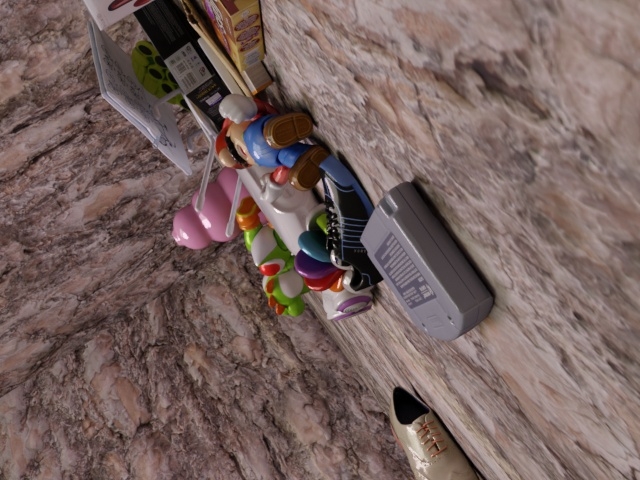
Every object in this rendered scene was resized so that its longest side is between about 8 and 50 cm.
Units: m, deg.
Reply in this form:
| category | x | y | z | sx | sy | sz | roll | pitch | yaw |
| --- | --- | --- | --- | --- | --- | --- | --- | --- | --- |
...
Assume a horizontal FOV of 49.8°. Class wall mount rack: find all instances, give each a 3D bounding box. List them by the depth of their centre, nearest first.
| category | x | y | z | sx | sy | sz | roll | pitch | yaw |
| --- | --- | --- | --- | --- | --- | --- | --- | --- | --- |
| wall mount rack | -0.267 | -0.189 | 1.654 | 0.304 | 0.130 | 0.350 | 60 | -176 | 20 |

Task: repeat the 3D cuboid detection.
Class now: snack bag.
| category | x | y | z | sx | sy | sz | roll | pitch | yaw |
| --- | --- | --- | --- | --- | --- | --- | --- | --- | --- |
| snack bag | -0.435 | -0.344 | 1.695 | 0.342 | 0.037 | 0.323 | 48 | -168 | -49 |

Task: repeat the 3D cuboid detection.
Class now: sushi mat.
| category | x | y | z | sx | sy | sz | roll | pitch | yaw |
| --- | --- | --- | --- | --- | --- | --- | --- | --- | --- |
| sushi mat | -0.192 | -0.359 | 1.260 | 0.151 | 0.019 | 0.316 | 60 | -175 | 22 |

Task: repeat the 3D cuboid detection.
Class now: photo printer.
| category | x | y | z | sx | sy | sz | roll | pitch | yaw |
| --- | --- | --- | --- | --- | --- | --- | --- | --- | --- |
| photo printer | -0.093 | -0.107 | 1.588 | 0.308 | 0.107 | 0.256 | 54 | 172 | 27 |

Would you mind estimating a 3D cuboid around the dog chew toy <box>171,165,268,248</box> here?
| category | x | y | z | sx | sy | sz | roll | pitch | yaw |
| --- | --- | --- | --- | --- | --- | --- | --- | --- | --- |
| dog chew toy | -0.277 | -0.092 | 1.991 | 0.207 | 0.331 | 0.206 | 55 | 172 | 11 |

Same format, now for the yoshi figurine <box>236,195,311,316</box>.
| category | x | y | z | sx | sy | sz | roll | pitch | yaw |
| --- | --- | --- | --- | --- | --- | --- | --- | --- | --- |
| yoshi figurine | -0.101 | 0.035 | 1.923 | 0.203 | 0.202 | 0.362 | -133 | 25 | -56 |

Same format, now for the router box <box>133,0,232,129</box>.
| category | x | y | z | sx | sy | sz | roll | pitch | yaw |
| --- | --- | --- | --- | --- | --- | --- | --- | --- | --- |
| router box | -0.294 | -0.412 | 1.531 | 0.309 | 0.081 | 0.243 | 57 | -175 | 15 |

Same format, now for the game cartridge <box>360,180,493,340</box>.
| category | x | y | z | sx | sy | sz | roll | pitch | yaw |
| --- | --- | --- | --- | --- | --- | --- | --- | --- | --- |
| game cartridge | 0.135 | 0.042 | 0.924 | 0.196 | 0.060 | 0.294 | 60 | 173 | 7 |

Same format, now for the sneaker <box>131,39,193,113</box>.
| category | x | y | z | sx | sy | sz | roll | pitch | yaw |
| --- | --- | --- | --- | --- | --- | --- | --- | --- | --- |
| sneaker | -0.353 | -0.405 | 1.744 | 0.295 | 0.109 | 0.124 | 32 | -148 | -39 |

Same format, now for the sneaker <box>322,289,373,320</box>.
| category | x | y | z | sx | sy | sz | roll | pitch | yaw |
| --- | --- | --- | --- | --- | --- | --- | --- | --- | --- |
| sneaker | 0.056 | 0.100 | 1.600 | 0.305 | 0.114 | 0.152 | 104 | 147 | -75 |

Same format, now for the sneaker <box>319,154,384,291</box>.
| category | x | y | z | sx | sy | sz | roll | pitch | yaw |
| --- | --- | --- | --- | --- | --- | --- | --- | --- | --- |
| sneaker | 0.043 | -0.021 | 1.106 | 0.232 | 0.090 | 0.081 | 60 | 173 | -22 |

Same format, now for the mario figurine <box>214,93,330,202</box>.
| category | x | y | z | sx | sy | sz | roll | pitch | yaw |
| --- | --- | --- | --- | --- | --- | --- | --- | --- | --- |
| mario figurine | -0.115 | -0.158 | 1.234 | 0.320 | 0.170 | 0.198 | -155 | 66 | -63 |

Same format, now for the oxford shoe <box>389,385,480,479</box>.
| category | x | y | z | sx | sy | sz | roll | pitch | yaw |
| --- | --- | --- | --- | --- | --- | --- | --- | --- | --- |
| oxford shoe | 0.277 | 0.532 | 1.768 | 0.397 | 0.140 | 0.147 | 44 | 158 | 54 |

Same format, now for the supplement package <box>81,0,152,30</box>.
| category | x | y | z | sx | sy | sz | roll | pitch | yaw |
| --- | --- | --- | --- | --- | --- | --- | --- | --- | --- |
| supplement package | -0.384 | -0.539 | 1.290 | 0.149 | 0.203 | 0.194 | 57 | 173 | 4 |

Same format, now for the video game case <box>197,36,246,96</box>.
| category | x | y | z | sx | sy | sz | roll | pitch | yaw |
| --- | --- | --- | --- | --- | --- | --- | --- | --- | --- |
| video game case | -0.178 | -0.322 | 1.448 | 0.190 | 0.022 | 0.173 | 57 | -176 | 6 |

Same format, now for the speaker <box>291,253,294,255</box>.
| category | x | y | z | sx | sy | sz | roll | pitch | yaw |
| --- | --- | --- | --- | --- | --- | --- | --- | --- | --- |
| speaker | -0.120 | -0.011 | 2.399 | 0.136 | 0.055 | 0.055 | 58 | 173 | -7 |

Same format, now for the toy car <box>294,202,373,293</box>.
| category | x | y | z | sx | sy | sz | roll | pitch | yaw |
| --- | --- | --- | --- | --- | --- | --- | --- | --- | --- |
| toy car | 0.015 | 0.031 | 1.337 | 0.159 | 0.136 | 0.182 | 51 | 171 | 42 |

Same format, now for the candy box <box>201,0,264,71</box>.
| category | x | y | z | sx | sy | sz | roll | pitch | yaw |
| --- | --- | --- | --- | --- | --- | --- | --- | --- | --- |
| candy box | -0.137 | -0.350 | 1.056 | 0.109 | 0.053 | 0.187 | 56 | 174 | 7 |

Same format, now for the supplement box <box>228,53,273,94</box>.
| category | x | y | z | sx | sy | sz | roll | pitch | yaw |
| --- | --- | --- | --- | --- | --- | --- | --- | --- | --- |
| supplement box | -0.126 | -0.309 | 1.215 | 0.098 | 0.036 | 0.062 | 58 | 174 | -13 |
